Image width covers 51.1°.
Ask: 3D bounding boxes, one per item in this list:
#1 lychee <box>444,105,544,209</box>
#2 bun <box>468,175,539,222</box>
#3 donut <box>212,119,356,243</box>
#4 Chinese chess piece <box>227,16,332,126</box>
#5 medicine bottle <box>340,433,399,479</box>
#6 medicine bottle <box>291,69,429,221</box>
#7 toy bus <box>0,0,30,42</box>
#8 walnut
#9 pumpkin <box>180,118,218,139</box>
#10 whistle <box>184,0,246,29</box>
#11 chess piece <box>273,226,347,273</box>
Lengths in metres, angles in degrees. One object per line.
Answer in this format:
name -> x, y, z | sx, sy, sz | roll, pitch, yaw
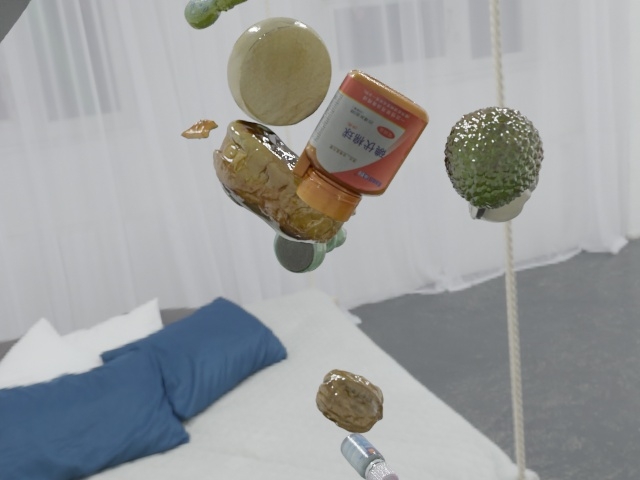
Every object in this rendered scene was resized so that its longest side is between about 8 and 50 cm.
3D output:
lychee -> 0.195, -0.093, 0.762 | 0.114, 0.114, 0.146 | 0, 32, 24
bun -> 0.337, -0.118, 1.233 | 0.120, 0.172, 0.173 | -2, 15, 1
donut -> -0.088, -0.115, 1.389 | 0.160, 0.330, 0.330 | -50, 17, 3
Chinese chess piece -> -0.096, -0.391, 1.560 | 0.251, 0.250, 0.097 | -13, 33, -21
medicine bottle -> 0.134, 0.614, 1.840 | 0.084, 0.083, 0.203 | -13, 23, -23
medicine bottle -> 0.058, -0.148, 1.089 | 0.150, 0.222, 0.112 | 29, 16, -7
toy bus -> -0.558, -0.386, 1.040 | 0.303, 0.147, 0.127 | -41, 13, 26
walnut -> 0.042, 0.220, 0.914 | 0.096, 0.082, 0.079 | 27, 36, 8
pumpkin -> -0.332, -0.305, 1.824 | 0.101, 0.035, 0.073 | 5, 44, 33
whistle -> -0.258, -0.602, 1.717 | 0.199, 0.104, 0.057 | -13, -30, 20
chess piece -> 0.000, 0.000, 1.788 | 0.139, 0.139, 0.272 | 1, 9, 29
